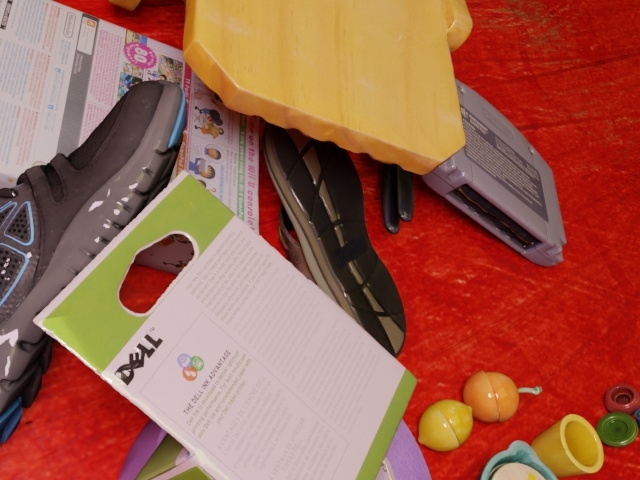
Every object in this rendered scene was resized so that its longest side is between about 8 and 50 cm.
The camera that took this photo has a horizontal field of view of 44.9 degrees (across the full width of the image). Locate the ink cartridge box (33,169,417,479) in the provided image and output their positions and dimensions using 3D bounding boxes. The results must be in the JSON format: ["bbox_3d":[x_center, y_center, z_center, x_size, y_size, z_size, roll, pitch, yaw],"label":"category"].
[{"bbox_3d":[-0.071,0.101,0.579,0.255,0.097,0.188,44,44,-9],"label":"ink cartridge box"}]

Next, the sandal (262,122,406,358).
[{"bbox_3d":[0.000,0.002,0.857,0.120,0.086,0.302,-18,87,-49],"label":"sandal"}]

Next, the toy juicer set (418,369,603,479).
[{"bbox_3d":[0.185,0.263,0.804,0.209,0.089,0.329,44,45,-4],"label":"toy juicer set"}]

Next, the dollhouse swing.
[{"bbox_3d":[-0.045,-0.201,0.851,0.347,0.315,0.304,15,70,-29],"label":"dollhouse swing"}]

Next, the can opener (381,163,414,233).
[{"bbox_3d":[0.096,-0.078,0.992,0.073,0.059,0.186,20,47,-17],"label":"can opener"}]

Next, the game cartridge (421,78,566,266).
[{"bbox_3d":[0.238,-0.105,1.087,0.297,0.062,0.198,31,41,-34],"label":"game cartridge"}]

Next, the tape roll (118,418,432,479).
[{"bbox_3d":[-0.031,0.233,0.662,0.275,0.090,0.274,19,52,-25],"label":"tape roll"}]

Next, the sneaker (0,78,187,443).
[{"bbox_3d":[-0.224,0.000,0.580,0.140,0.125,0.340,33,74,-2],"label":"sneaker"}]

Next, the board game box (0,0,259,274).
[{"bbox_3d":[-0.211,-0.103,0.754,0.303,0.097,0.224,17,53,-26],"label":"board game box"}]

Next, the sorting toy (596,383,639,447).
[{"bbox_3d":[0.403,0.239,1.020,0.102,0.061,0.042,-60,137,-37],"label":"sorting toy"}]
